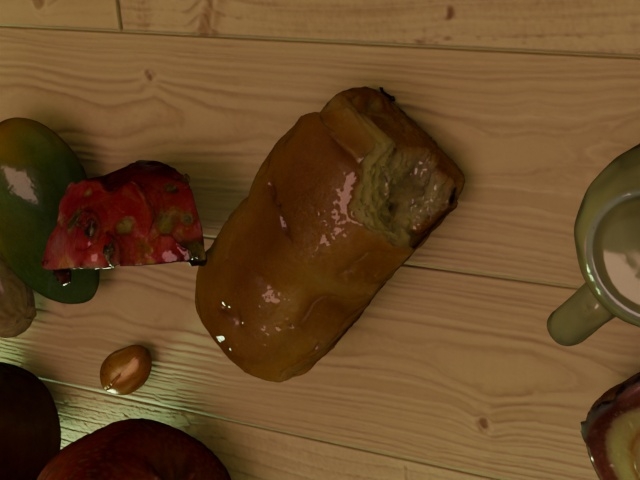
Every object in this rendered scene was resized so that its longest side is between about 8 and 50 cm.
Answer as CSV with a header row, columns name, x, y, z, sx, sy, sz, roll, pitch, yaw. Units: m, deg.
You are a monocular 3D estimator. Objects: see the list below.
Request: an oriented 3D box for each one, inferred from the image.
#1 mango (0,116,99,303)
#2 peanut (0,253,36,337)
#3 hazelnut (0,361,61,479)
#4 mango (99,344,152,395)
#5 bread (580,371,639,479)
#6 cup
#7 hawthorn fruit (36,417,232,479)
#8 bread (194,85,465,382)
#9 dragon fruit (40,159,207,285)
name,x,y,z,sx,sy,sz,roll,pitch,yaw
mango,-0.354,-0.036,1.813,0.156,0.114,0.251,-4,119,24
peanut,-0.453,0.031,1.910,0.214,0.090,0.098,59,171,-1
hazelnut,-0.485,0.263,1.953,0.251,0.217,0.217,-4,107,24
mango,-0.252,0.167,1.865,0.060,0.046,0.089,50,123,7
bread,0.374,0.227,1.430,0.190,0.123,0.244,-29,92,40
cup,0.306,-0.009,1.325,0.255,0.202,0.173,-17,100,37
hawthorn fruit,-0.246,0.358,1.811,0.299,0.275,0.275,-2,109,55
bread,-0.005,0.000,1.567,0.195,0.149,0.344,44,127,11
dragon fruit,-0.244,-0.024,1.660,0.274,0.161,0.126,2,102,65
